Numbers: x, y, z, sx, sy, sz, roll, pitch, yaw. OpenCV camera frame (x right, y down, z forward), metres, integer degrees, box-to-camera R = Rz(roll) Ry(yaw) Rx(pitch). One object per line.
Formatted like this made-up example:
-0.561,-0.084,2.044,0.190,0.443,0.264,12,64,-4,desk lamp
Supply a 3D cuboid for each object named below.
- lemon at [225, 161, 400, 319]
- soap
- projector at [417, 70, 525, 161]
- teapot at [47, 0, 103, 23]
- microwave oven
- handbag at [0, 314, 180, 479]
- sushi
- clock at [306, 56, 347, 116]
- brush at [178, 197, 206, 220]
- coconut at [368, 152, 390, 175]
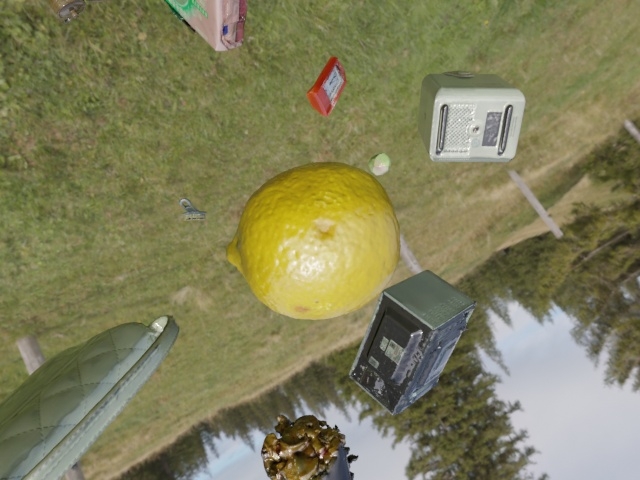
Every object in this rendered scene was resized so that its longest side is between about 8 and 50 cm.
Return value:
-0.008,0.004,0.729,0.253,0.228,0.228,-24,165,-9,lemon
-0.266,-0.575,1.116,0.098,0.273,0.218,-28,156,-34,soap
0.309,-0.269,1.057,0.177,0.163,0.242,2,-154,2,projector
-0.527,-0.516,1.062,0.110,0.080,0.085,-37,-170,-33,teapot
0.237,0.261,1.261,0.237,0.181,0.295,-18,134,-46,microwave oven
-0.224,0.160,0.416,0.219,0.079,0.256,-28,-164,29,handbag
-0.029,0.569,1.292,0.213,0.204,0.200,-15,-151,28,sushi
0.021,-0.495,1.580,0.155,0.061,0.113,-61,150,-16,clock
-0.303,-0.069,1.151,0.062,0.027,0.266,-5,178,-9,brush
0.217,-0.279,1.810,0.082,0.083,0.081,5,-178,5,coconut
